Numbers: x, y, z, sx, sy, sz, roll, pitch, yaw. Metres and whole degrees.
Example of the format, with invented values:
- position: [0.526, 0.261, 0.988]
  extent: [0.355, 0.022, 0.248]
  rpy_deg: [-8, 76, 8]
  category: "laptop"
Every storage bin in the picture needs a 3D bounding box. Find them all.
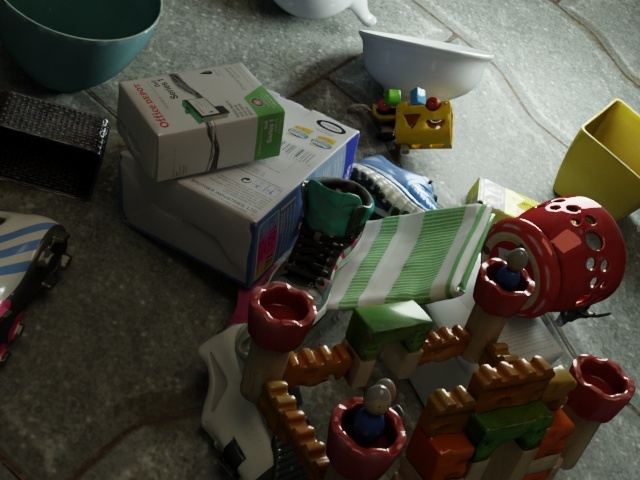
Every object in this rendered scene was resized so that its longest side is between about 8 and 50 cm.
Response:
- position: [-0.442, -0.151, 1.425]
  extent: [0.180, 0.122, 0.084]
  rpy_deg: [15, 47, -16]
  category: "storage bin"

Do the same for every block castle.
- position: [0.150, 0.166, 1.134]
  extent: [0.453, 0.213, 0.303]
  rpy_deg: [-4, 38, -31]
  category: "block castle"

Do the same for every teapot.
- position: [-0.022, -0.600, 2.006]
  extent: [0.252, 0.187, 0.256]
  rpy_deg: [-15, 75, -6]
  category: "teapot"

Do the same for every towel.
- position: [0.109, 0.028, 1.474]
  extent: [0.248, 0.325, 0.038]
  rpy_deg: [-59, 135, -45]
  category: "towel"

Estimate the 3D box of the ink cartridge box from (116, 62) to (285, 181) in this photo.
- position: [-0.191, -0.190, 1.394]
  extent: [0.219, 0.092, 0.160]
  rpy_deg: [-16, 47, -29]
  category: "ink cartridge box"

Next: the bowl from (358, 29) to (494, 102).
- position: [0.218, -0.367, 1.922]
  extent: [0.298, 0.134, 0.298]
  rpy_deg: [9, 16, -3]
  category: "bowl"

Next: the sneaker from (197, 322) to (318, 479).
- position: [-0.094, 0.282, 1.260]
  extent: [0.122, 0.146, 0.330]
  rpy_deg: [5, 69, -58]
  category: "sneaker"

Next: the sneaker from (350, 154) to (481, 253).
- position: [0.193, -0.057, 1.683]
  extent: [0.330, 0.130, 0.147]
  rpy_deg: [42, 48, 10]
  category: "sneaker"

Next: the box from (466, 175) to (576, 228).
- position: [0.418, -0.045, 1.843]
  extent: [0.232, 0.058, 0.087]
  rpy_deg: [24, 44, -8]
  category: "box"

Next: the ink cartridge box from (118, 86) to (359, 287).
- position: [-0.116, -0.128, 1.524]
  extent: [0.270, 0.151, 0.395]
  rpy_deg: [27, 44, 17]
  category: "ink cartridge box"

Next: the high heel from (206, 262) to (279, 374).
- position: [-0.135, 0.116, 1.411]
  extent: [0.117, 0.082, 0.244]
  rpy_deg: [17, 53, 27]
  category: "high heel"

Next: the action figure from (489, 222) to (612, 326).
- position: [0.418, 0.086, 1.677]
  extent: [0.164, 0.141, 0.276]
  rpy_deg: [-6, 40, -34]
  category: "action figure"

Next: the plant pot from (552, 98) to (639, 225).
- position: [0.648, -0.153, 1.969]
  extent: [0.212, 0.187, 0.212]
  rpy_deg: [44, 46, 13]
  category: "plant pot"

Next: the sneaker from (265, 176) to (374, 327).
- position: [0.000, 0.000, 1.370]
  extent: [0.124, 0.178, 0.295]
  rpy_deg: [19, 43, 12]
  category: "sneaker"

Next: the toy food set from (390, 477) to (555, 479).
- position: [0.152, 0.400, 1.191]
  extent: [0.306, 0.220, 0.092]
  rpy_deg: [-6, 46, -32]
  category: "toy food set"

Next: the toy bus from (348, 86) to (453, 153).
- position: [0.184, -0.235, 1.843]
  extent: [0.191, 0.202, 0.104]
  rpy_deg: [7, 80, -32]
  category: "toy bus"

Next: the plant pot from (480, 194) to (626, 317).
- position: [0.379, 0.033, 1.470]
  extent: [0.174, 0.191, 0.191]
  rpy_deg: [-16, 61, -32]
  category: "plant pot"

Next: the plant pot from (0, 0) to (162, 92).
- position: [-0.446, -0.378, 1.566]
  extent: [0.290, 0.195, 0.290]
  rpy_deg: [15, 47, -16]
  category: "plant pot"

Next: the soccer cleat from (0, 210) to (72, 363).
- position: [-0.477, 0.081, 1.231]
  extent: [0.143, 0.116, 0.331]
  rpy_deg: [17, 42, 7]
  category: "soccer cleat"

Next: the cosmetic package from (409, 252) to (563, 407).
- position: [0.249, 0.158, 1.519]
  extent: [0.224, 0.138, 0.225]
  rpy_deg: [-9, 56, -34]
  category: "cosmetic package"
